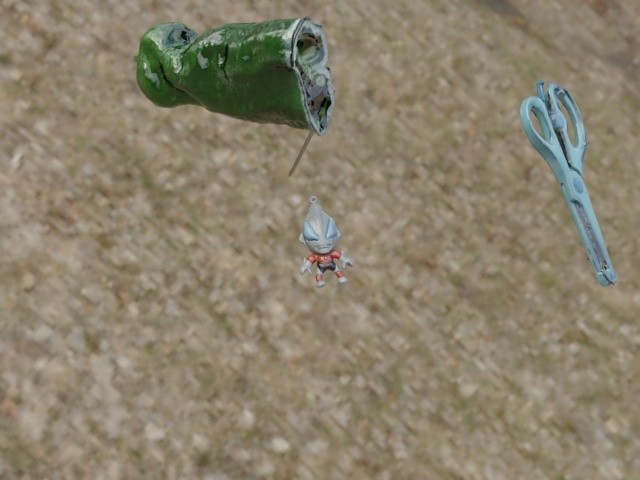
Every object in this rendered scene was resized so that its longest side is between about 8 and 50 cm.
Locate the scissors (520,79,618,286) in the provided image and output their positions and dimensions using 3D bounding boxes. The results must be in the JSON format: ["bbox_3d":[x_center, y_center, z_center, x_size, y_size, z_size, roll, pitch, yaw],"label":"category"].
[{"bbox_3d":[0.457,-0.103,2.522,0.180,0.032,0.393,-12,81,-46],"label":"scissors"}]

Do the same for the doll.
[{"bbox_3d":[0.000,0.000,1.619,0.039,0.057,0.114,33,41,-64],"label":"doll"}]

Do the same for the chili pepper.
[{"bbox_3d":[-0.115,-0.200,1.635,0.099,0.270,0.136,-61,142,-31],"label":"chili pepper"}]

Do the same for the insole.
[{"bbox_3d":[-0.012,-0.145,1.906,0.002,0.135,0.045,29,14,6],"label":"insole"}]
